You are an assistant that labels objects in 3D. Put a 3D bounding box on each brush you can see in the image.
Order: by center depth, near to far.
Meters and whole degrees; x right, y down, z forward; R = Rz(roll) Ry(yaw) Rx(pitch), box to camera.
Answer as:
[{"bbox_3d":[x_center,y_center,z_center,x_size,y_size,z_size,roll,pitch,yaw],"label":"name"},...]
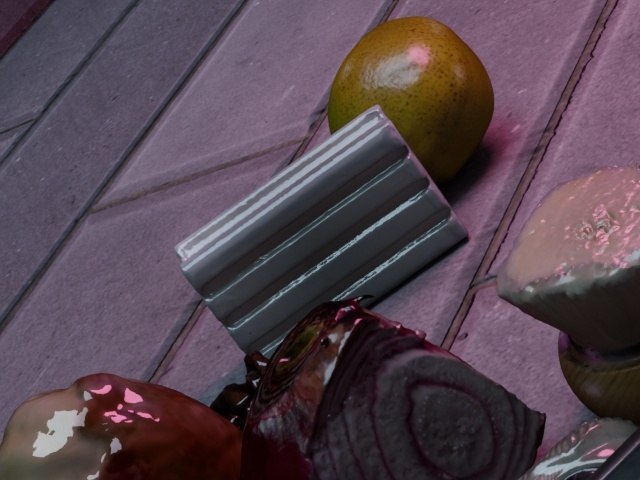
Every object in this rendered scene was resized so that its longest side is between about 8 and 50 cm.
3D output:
[{"bbox_3d":[0.272,0.011,1.371,0.174,0.166,0.266,-12,31,44],"label":"brush"}]

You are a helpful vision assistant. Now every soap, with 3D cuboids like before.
[{"bbox_3d":[0.000,0.000,1.767,0.265,0.160,0.087,-36,23,3],"label":"soap"}]

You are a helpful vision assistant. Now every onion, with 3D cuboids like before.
[{"bbox_3d":[0.033,0.170,1.362,0.206,0.216,0.207,-59,17,-10],"label":"onion"}]

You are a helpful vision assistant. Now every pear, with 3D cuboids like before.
[{"bbox_3d":[0.103,-0.148,1.881,0.198,0.198,0.198,-30,24,15],"label":"pear"}]

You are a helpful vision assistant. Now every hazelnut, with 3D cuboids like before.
[{"bbox_3d":[-0.158,0.231,1.482,0.261,0.261,0.241,-13,30,43],"label":"hazelnut"}]

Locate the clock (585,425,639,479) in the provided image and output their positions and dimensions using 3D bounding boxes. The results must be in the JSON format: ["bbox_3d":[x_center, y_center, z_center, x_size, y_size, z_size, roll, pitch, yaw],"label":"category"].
[{"bbox_3d":[0.282,0.128,1.038,0.279,0.049,0.273,-40,9,-18],"label":"clock"}]

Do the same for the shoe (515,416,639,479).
[{"bbox_3d":[0.171,0.225,1.203,0.227,0.099,0.112,-41,31,-12],"label":"shoe"}]

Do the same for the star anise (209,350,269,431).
[{"bbox_3d":[-0.024,0.151,1.593,0.272,0.102,0.272,-27,28,16],"label":"star anise"}]
